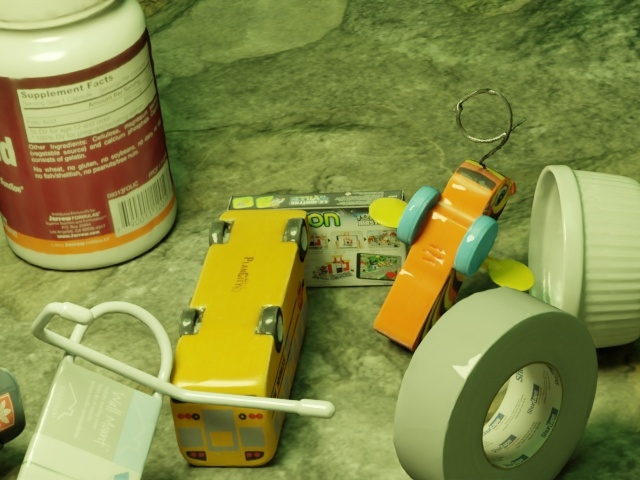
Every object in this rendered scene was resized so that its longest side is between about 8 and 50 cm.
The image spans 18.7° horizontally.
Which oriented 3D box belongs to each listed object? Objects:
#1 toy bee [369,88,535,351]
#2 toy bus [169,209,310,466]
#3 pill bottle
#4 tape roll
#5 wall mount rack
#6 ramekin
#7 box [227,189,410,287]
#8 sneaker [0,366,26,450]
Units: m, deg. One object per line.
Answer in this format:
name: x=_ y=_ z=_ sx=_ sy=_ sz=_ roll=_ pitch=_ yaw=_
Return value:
toy bee: x=0.170 y=-0.018 z=2.181 sx=0.195 sy=0.298 sz=0.162 roll=49 pitch=23 yaw=11
toy bus: x=-0.080 y=0.095 z=2.144 sx=0.108 sy=0.130 sz=0.332 roll=-2 pitch=32 yaw=10
pill bottle: x=-0.311 y=-0.180 z=2.381 sx=0.224 sy=0.392 sz=0.224 roll=-5 pitch=32 yaw=3
tape roll: x=0.173 y=0.158 z=1.909 sx=0.219 sy=0.219 sz=0.072 roll=-30 pitch=37 yaw=-32
wall mount rack: x=-0.165 y=0.217 z=1.896 sx=0.304 sy=0.130 sz=0.350 roll=24 pitch=61 yaw=-16
ramekin: x=0.298 y=0.021 z=2.126 sx=0.109 sy=0.207 sz=0.207 roll=0 pitch=32 yaw=-4
box: x=0.000 y=0.000 z=2.295 sx=0.207 sy=0.114 sz=0.036 roll=-1 pitch=32 yaw=8
sneaker: x=-0.381 y=0.188 z=1.994 sx=0.148 sy=0.131 sz=0.350 roll=-5 pitch=14 yaw=-3
